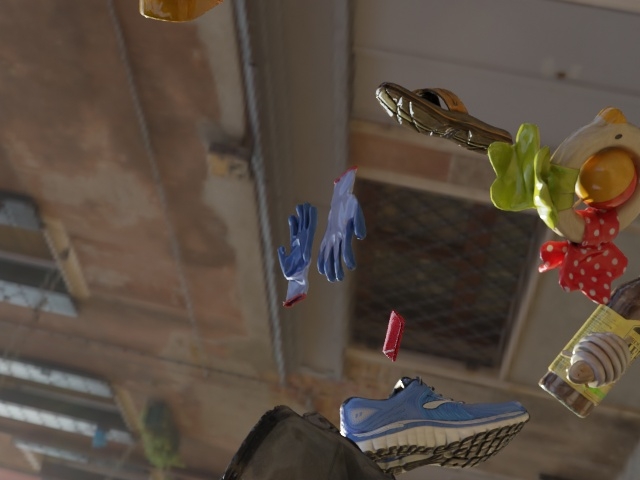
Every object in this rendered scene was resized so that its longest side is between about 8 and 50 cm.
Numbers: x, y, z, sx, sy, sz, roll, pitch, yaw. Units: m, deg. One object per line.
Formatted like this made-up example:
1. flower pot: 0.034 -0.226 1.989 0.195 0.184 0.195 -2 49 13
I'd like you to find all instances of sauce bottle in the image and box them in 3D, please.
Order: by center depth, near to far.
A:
1. sauce bottle: 0.535 0.156 1.979 0.344 0.111 0.111 -52 -6 4

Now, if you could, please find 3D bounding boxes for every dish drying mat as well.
1. dish drying mat: 0.117 0.152 1.770 0.032 0.008 0.083 44 136 42

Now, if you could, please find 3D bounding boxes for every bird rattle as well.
1. bird rattle: 0.340 -0.050 1.390 0.207 0.253 0.143 -43 27 4

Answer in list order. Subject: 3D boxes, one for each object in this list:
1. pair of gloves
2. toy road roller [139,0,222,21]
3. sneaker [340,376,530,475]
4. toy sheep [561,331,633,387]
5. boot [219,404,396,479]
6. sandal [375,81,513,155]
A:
1. pair of gloves: 0.000 0.000 1.456 0.198 0.023 0.159 -36 40 47
2. toy road roller: -0.099 -0.423 1.524 0.329 0.240 0.202 -52 -29 -59
3. sneaker: 0.181 0.274 1.749 0.130 0.330 0.147 119 142 -45
4. toy sheep: 0.432 0.181 1.716 0.132 0.091 0.091 -34 -27 -21
5. boot: 0.029 0.287 1.225 0.118 0.222 0.338 -59 -18 9
6. sandal: 0.181 -0.186 1.600 0.090 0.219 0.060 142 145 -71
